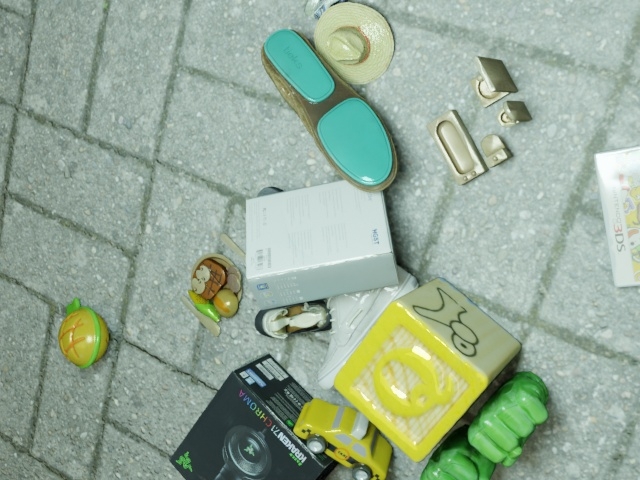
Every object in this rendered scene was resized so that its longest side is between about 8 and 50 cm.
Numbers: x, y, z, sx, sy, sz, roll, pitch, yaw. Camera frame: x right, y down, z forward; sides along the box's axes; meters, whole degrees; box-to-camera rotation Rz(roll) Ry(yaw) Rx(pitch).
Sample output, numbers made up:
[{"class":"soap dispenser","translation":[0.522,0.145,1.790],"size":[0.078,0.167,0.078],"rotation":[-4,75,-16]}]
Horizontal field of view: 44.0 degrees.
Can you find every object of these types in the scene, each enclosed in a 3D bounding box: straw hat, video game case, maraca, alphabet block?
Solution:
[{"class":"straw hat","translation":[0.044,-0.322,1.314],"size":[0.145,0.061,0.144],"rotation":[9,114,20]},{"class":"video game case","translation":[0.525,-0.044,1.135],"size":[0.227,0.026,0.206],"rotation":[-8,94,29]},{"class":"maraca","translation":[-0.519,0.199,1.709],"size":[0.186,0.099,0.127],"rotation":[33,104,47]},{"class":"alphabet block","translation":[0.173,0.199,1.269],"size":[0.192,0.197,0.193],"rotation":[40,115,18]}]

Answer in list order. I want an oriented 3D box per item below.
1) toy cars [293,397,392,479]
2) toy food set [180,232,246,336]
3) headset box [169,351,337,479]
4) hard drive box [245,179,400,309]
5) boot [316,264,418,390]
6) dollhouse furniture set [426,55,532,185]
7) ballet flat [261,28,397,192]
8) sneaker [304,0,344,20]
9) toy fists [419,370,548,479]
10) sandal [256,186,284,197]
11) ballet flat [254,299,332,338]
[{"class":"toy cars","translation":[0.104,0.411,1.329],"size":[0.087,0.176,0.393],"rotation":[-56,52,30]},{"class":"toy food set","translation":[-0.206,0.089,1.549],"size":[0.132,0.038,0.192],"rotation":[42,115,17]},{"class":"headset box","translation":[-0.120,0.405,1.501],"size":[0.246,0.131,0.283],"rotation":[44,116,16]},{"class":"hard drive box","translation":[0.000,0.000,1.294],"size":[0.232,0.089,0.181],"rotation":[-11,48,7]},{"class":"boot","translation":[0.045,0.131,1.369],"size":[0.123,0.095,0.258],"rotation":[38,101,1]},{"class":"dollhouse furniture set","translation":[0.231,-0.178,1.218],"size":[0.151,0.123,0.144],"rotation":[-31,83,29]},{"class":"ballet flat","translation":[0.016,-0.207,1.335],"size":[0.116,0.124,0.342],"rotation":[-37,73,-7]},{"class":"sneaker","translation":[0.027,-0.431,1.338],"size":[0.058,0.052,0.135],"rotation":[32,120,10]},{"class":"toy fists","translation":[0.261,0.330,1.274],"size":[0.096,0.142,0.279],"rotation":[46,117,14]},{"class":"sandal","translation":[-0.021,0.004,1.431],"size":[0.254,0.054,0.097],"rotation":[44,116,4]},{"class":"ballet flat","translation":[-0.052,0.145,1.457],"size":[0.203,0.074,0.074],"rotation":[-10,93,30]}]
